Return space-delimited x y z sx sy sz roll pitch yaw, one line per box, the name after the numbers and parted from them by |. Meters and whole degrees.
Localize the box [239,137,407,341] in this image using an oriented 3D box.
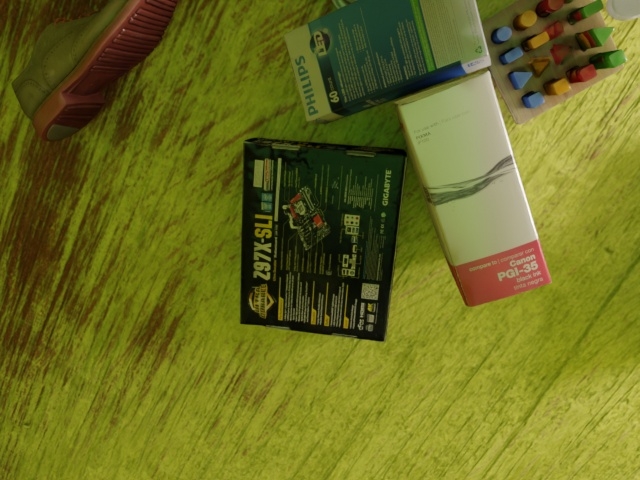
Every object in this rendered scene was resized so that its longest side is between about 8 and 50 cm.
0.000 0.000 0.800 0.257 0.079 0.321 6 107 8 | box

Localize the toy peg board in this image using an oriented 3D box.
0.326 -0.272 0.669 0.161 0.079 0.161 -29 100 15 | toy peg board

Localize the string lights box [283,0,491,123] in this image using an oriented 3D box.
0.089 -0.269 0.669 0.260 0.077 0.133 -13 94 25 | string lights box

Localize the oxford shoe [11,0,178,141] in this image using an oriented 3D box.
-0.364 -0.311 0.739 0.348 0.123 0.130 -39 92 16 | oxford shoe

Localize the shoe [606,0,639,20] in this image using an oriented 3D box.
0.434 -0.352 0.619 0.063 0.081 0.178 41 99 0 | shoe

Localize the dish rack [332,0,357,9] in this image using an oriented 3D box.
0.150 -0.479 0.639 0.333 0.072 0.285 -10 106 12 | dish rack

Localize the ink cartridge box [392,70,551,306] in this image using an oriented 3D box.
0.204 -0.081 0.676 0.117 0.207 0.282 -19 103 13 | ink cartridge box
